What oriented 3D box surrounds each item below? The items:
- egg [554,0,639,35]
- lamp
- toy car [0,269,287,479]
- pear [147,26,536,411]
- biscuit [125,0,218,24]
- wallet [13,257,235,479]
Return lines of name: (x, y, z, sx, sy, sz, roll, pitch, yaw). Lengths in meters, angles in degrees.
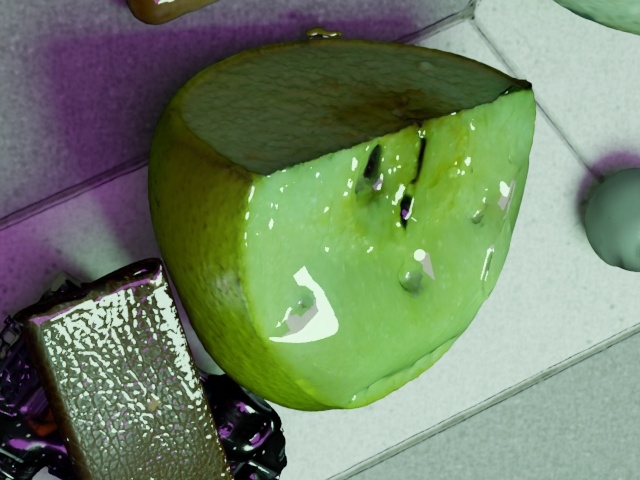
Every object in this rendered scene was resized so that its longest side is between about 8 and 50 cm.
egg: (0.265, -0.369, 1.597, 0.345, 0.345, 0.428, -32, 125, -9)
lamp: (0.309, -0.019, 1.833, 0.105, 0.105, 0.105, -5, 106, -19)
toy car: (-0.170, 0.171, 1.703, 0.301, 0.118, 0.193, 37, 94, -25)
pear: (0.000, 0.000, 1.664, 0.342, 0.238, 0.318, -19, 124, -36)
biscuit: (-0.069, -0.339, 1.633, 0.291, 0.062, 0.236, -27, 112, -11)
wallet: (-0.162, 0.142, 1.613, 0.133, 0.039, 0.243, -24, 115, -14)
